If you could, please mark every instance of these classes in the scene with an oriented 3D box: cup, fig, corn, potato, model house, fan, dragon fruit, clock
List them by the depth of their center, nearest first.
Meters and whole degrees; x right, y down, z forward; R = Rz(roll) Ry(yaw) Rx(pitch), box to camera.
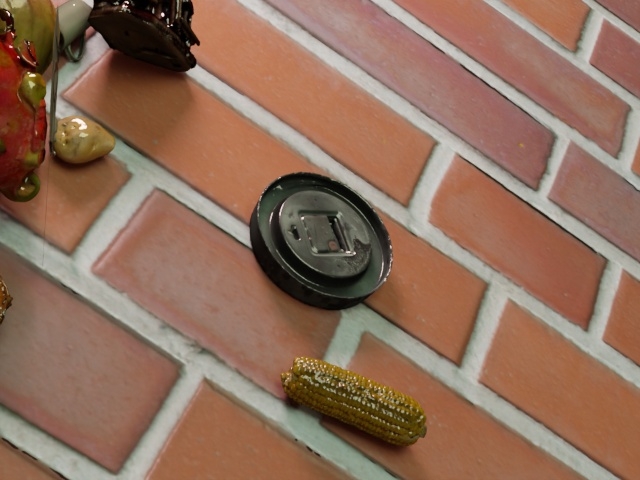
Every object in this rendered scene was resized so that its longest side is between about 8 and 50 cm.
[{"bbox_3d":[-0.463,-0.165,1.379,0.307,0.227,0.243,41,41,21],"label":"dragon fruit"},{"bbox_3d":[-0.328,-0.126,1.440,0.009,0.191,0.329,3,77,-12],"label":"fan"},{"bbox_3d":[0.046,0.206,1.511,0.207,0.068,0.068,26,46,-12],"label":"corn"},{"bbox_3d":[-0.391,-0.246,1.535,0.143,0.160,0.231,-42,94,-28],"label":"fig"},{"bbox_3d":[-0.315,-0.132,1.557,0.083,0.062,0.068,11,58,-50],"label":"potato"},{"bbox_3d":[-0.355,-0.299,1.660,0.075,0.054,0.083,38,42,0],"label":"cup"},{"bbox_3d":[0.000,0.000,1.663,0.215,0.042,0.215,18,49,-21],"label":"clock"},{"bbox_3d":[-0.254,-0.354,1.681,0.141,0.203,0.164,6,77,11],"label":"model house"}]

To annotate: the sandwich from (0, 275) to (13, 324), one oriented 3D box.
[{"bbox_3d":[-0.437,0.071,1.307,0.159,0.079,0.235,34,47,-20],"label":"sandwich"}]
